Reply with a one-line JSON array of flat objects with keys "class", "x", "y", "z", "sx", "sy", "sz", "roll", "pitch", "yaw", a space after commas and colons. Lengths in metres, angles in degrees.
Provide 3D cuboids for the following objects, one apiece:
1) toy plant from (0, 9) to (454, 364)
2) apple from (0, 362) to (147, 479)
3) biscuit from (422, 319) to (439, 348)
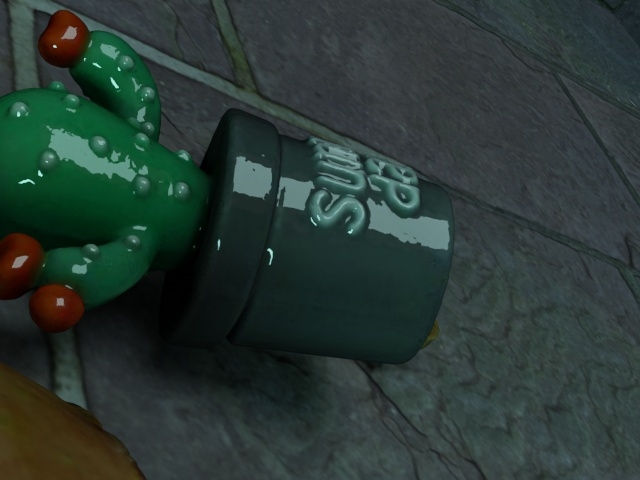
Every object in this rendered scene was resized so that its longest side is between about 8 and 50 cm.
[{"class": "toy plant", "x": -0.107, "y": -0.027, "z": 0.875, "sx": 0.400, "sy": 0.185, "sz": 0.279, "roll": 14, "pitch": 67, "yaw": -14}, {"class": "apple", "x": -0.250, "y": 0.142, "z": 0.428, "sx": 0.309, "sy": 0.314, "sz": 0.252, "roll": 17, "pitch": 78, "yaw": -40}, {"class": "biscuit", "x": -0.001, "y": 0.001, "z": 1.126, "sx": 0.288, "sy": 0.044, "sz": 0.202, "roll": 50, "pitch": 29, "yaw": 12}]
